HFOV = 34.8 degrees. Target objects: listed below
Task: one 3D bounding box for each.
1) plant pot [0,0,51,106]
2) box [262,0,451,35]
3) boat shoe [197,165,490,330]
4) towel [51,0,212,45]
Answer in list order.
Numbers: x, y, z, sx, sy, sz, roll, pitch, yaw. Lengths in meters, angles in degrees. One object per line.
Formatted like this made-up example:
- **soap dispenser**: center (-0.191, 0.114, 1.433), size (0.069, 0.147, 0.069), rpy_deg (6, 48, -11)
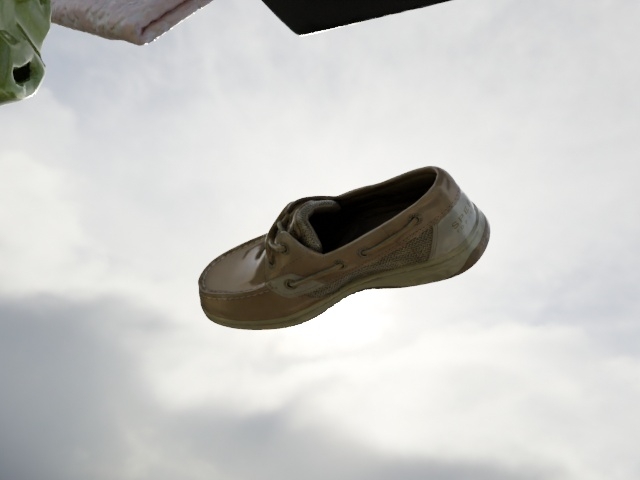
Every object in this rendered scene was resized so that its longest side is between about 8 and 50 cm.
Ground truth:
- **plant pot**: center (-0.362, -0.183, 0.797), size (0.254, 0.276, 0.276), rpy_deg (-6, -32, 8)
- **box**: center (0.146, -0.451, 0.734), size (0.480, 0.471, 0.297), rpy_deg (-3, -31, 40)
- **boat shoe**: center (0.000, 0.000, 1.058), size (0.341, 0.121, 0.110), rpy_deg (-18, -48, 27)
- **towel**: center (-0.231, -0.390, 1.455), size (0.332, 0.317, 0.053), rpy_deg (22, -35, 47)
